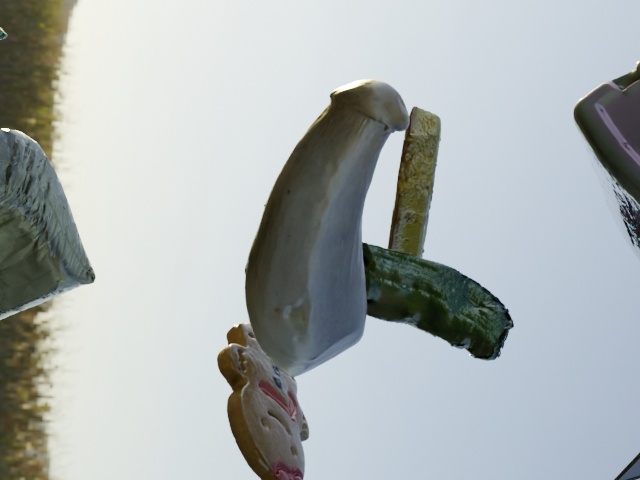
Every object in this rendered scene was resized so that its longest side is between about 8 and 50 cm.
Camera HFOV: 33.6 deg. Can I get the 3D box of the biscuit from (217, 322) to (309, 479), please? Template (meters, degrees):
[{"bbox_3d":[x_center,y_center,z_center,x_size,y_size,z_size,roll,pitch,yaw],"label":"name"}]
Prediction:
[{"bbox_3d":[-0.060,0.192,1.217,0.036,0.166,0.225,-29,-150,15],"label":"biscuit"}]

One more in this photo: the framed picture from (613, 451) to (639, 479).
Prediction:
[{"bbox_3d":[0.403,0.275,1.312,0.006,0.066,0.089,61,-34,32],"label":"framed picture"}]

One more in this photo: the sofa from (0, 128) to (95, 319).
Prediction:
[{"bbox_3d":[-0.384,0.001,1.053,0.225,0.210,0.176,-8,78,-67],"label":"sofa"}]

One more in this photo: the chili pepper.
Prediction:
[{"bbox_3d":[0.124,0.071,1.282,0.061,0.224,0.098,92,22,-77],"label":"chili pepper"}]

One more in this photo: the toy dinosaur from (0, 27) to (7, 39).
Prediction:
[{"bbox_3d":[-0.491,-0.276,1.468,0.096,0.059,0.132,-43,-165,-7],"label":"toy dinosaur"}]

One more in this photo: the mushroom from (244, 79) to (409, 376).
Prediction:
[{"bbox_3d":[0.000,0.000,0.828,0.103,0.118,0.270,35,-44,21],"label":"mushroom"}]

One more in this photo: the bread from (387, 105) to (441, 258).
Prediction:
[{"bbox_3d":[0.118,-0.058,1.338,0.226,0.049,0.088,92,10,-51],"label":"bread"}]

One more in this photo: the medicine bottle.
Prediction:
[{"bbox_3d":[0.255,-0.030,0.737,0.188,0.094,0.119,51,10,-49],"label":"medicine bottle"}]
